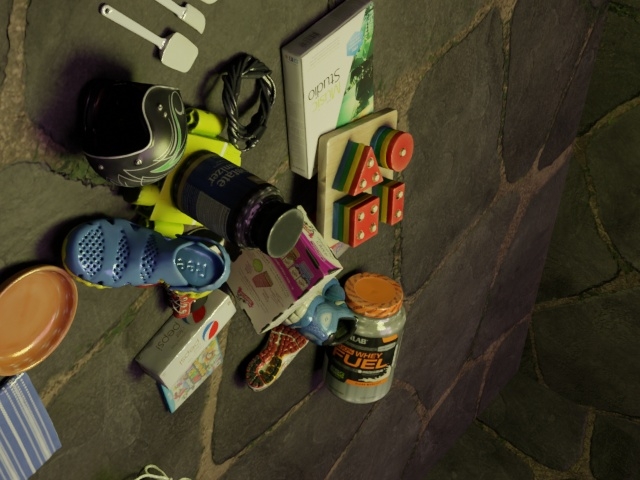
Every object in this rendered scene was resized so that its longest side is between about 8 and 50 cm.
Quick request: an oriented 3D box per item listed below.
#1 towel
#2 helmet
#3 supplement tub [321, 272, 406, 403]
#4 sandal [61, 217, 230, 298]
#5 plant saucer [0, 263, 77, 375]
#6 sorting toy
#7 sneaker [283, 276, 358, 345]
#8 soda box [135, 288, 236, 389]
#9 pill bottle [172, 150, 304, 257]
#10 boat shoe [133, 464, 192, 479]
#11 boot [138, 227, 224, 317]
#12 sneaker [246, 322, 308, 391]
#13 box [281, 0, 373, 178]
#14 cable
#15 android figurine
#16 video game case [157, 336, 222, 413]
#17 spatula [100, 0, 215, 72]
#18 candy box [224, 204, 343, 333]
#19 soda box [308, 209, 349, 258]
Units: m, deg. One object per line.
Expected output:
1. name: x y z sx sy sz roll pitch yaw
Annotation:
1. towel: -0.599 0.397 1.716 0.336 0.040 0.243 -46 148 -31
2. helmet: -0.287 -0.164 1.568 0.169 0.169 0.162 -6 104 -58
3. supplement tub: 0.114 0.251 2.626 0.193 0.193 0.316 -33 141 -43
4. sandal: -0.278 0.027 1.706 0.317 0.138 0.126 7 83 -37
5. plant saucer: -0.482 0.125 1.643 0.200 0.037 0.200 -40 146 -35
6. sorting toy: 0.105 -0.129 2.194 0.257 0.089 0.255 -29 130 -45
7. sneaker: 0.009 0.179 2.351 0.130 0.147 0.330 -45 178 15
8. soda box: -0.268 0.189 2.033 0.216 0.074 0.069 -51 151 -20
9. pill bottle: -0.139 -0.058 1.738 0.123 0.219 0.123 -38 144 -35
10. boat shoe: -0.347 0.569 2.198 0.156 0.136 0.367 -50 154 -21
11. boot: -0.282 0.089 1.907 0.244 0.088 0.176 -24 137 -55
12. sneaker: -0.105 0.266 2.404 0.225 0.088 0.093 -46 170 -27
13. box: 0.022 -0.311 2.076 0.232 0.058 0.322 -43 150 -31
14. cable: -0.134 -0.261 1.845 0.184 0.047 0.150 -62 142 -42
15. android figurine: -0.238 -0.115 1.815 0.273 0.056 0.248 1 114 -60
16. video game case: -0.277 0.280 2.171 0.166 0.015 0.119 -45 149 -28
17. spatula: -0.244 -0.373 1.598 0.168 0.019 0.242 -62 153 4
18. candy box: -0.083 0.061 2.039 0.233 0.159 0.071 -42 167 36
19. soda box: 0.000 0.000 2.297 0.263 0.092 0.083 -44 147 -30
